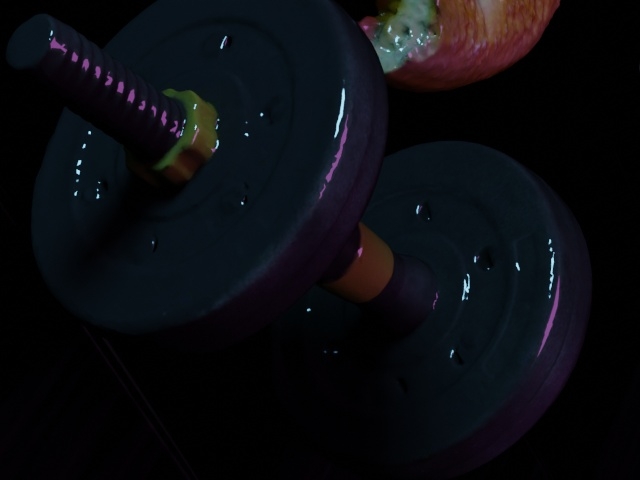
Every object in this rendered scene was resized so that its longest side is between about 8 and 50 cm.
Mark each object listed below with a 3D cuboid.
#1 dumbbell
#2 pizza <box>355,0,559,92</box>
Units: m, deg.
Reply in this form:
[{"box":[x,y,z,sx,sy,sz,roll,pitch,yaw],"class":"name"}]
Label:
[{"box":[0.000,0.000,0.719,0.325,0.143,0.143,34,55,-46],"class":"dumbbell"},{"box":[0.080,-0.156,0.943,0.134,0.056,0.271,59,42,-31],"class":"pizza"}]
